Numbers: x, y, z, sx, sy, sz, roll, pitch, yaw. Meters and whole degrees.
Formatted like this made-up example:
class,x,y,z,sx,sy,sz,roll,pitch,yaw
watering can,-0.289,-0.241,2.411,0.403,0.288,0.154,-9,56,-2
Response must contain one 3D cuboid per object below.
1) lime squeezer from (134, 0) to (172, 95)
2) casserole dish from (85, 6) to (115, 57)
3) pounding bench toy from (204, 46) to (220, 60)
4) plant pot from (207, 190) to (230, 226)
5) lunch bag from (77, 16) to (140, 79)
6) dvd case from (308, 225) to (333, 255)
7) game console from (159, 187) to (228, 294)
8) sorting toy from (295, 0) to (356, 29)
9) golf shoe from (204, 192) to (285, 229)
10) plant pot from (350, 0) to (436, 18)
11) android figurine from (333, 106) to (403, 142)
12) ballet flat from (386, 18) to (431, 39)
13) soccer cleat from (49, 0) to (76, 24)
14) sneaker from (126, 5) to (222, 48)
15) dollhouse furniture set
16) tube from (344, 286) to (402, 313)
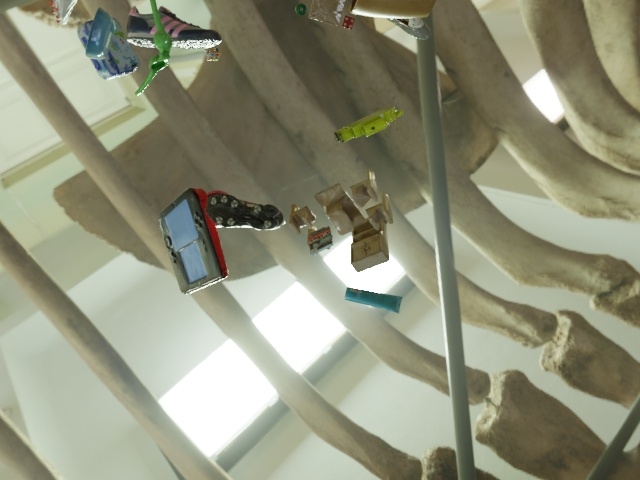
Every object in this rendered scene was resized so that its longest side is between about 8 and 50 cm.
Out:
class,x,y,z,sx,sy,sz,roll,pitch,yaw
lime squeezer,-0.490,-0.554,1.372,0.110,0.310,0.059,25,-150,7
casserole dish,-0.519,-0.483,1.113,0.114,0.037,0.188,-68,-154,9
pounding bench toy,-0.489,-0.835,2.107,0.052,0.065,0.083,-11,165,-27
plant pot,-0.554,-0.155,2.504,0.191,0.191,0.174,-37,-178,-20
lunch bag,-0.830,-0.750,1.840,0.090,0.218,0.176,-9,-157,34
dvd case,0.000,0.000,1.650,0.087,0.013,0.119,-26,-151,10
game console,-0.481,0.010,1.732,0.060,0.341,0.387,-10,172,-39
sorting toy,0.037,-1.000,2.001,0.275,0.132,0.046,10,-152,-14
golf shoe,-0.247,-0.082,1.539,0.273,0.120,0.105,14,-90,17
plant pot,0.255,-0.842,1.553,0.255,0.237,0.237,13,-144,-9
android figurine,0.190,-0.453,1.832,0.273,0.056,0.248,-24,-163,-5
ballet flat,0.312,-0.805,1.705,0.213,0.068,0.072,33,-107,8
soccer cleat,-0.727,-0.689,1.342,0.076,0.068,0.196,-25,177,-32
sneaker,-0.500,-0.736,1.606,0.319,0.131,0.112,0,-176,-8
dollhouse furniture set,0.128,-0.096,1.966,0.362,0.394,0.256,-23,-142,22
tube,0.195,0.216,1.737,0.207,0.052,0.080,11,-128,11
